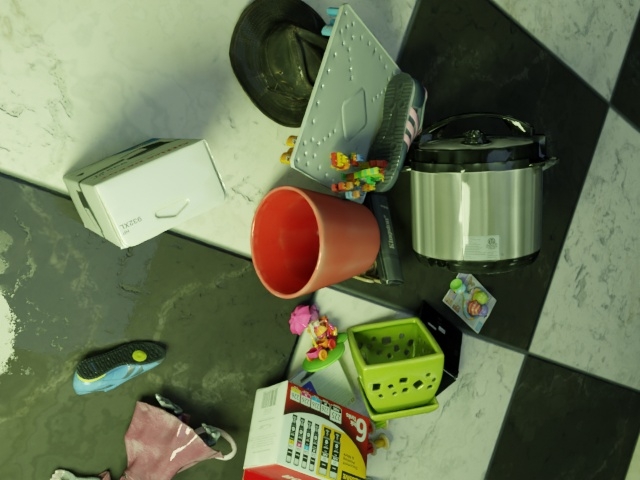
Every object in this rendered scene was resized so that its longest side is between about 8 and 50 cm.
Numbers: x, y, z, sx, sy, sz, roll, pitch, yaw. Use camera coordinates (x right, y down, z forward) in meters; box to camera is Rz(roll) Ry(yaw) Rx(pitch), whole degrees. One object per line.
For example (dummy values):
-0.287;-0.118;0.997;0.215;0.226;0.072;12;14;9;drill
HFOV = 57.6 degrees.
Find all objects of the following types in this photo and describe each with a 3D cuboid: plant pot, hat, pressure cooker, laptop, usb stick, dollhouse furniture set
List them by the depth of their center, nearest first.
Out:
-0.049;-0.438;1.413;0.331;0.134;0.331;-7;103;-32;hat
0.000;0.000;1.456;0.243;0.275;0.274;-2;100;-42;plant pot
0.175;-0.005;1.611;0.077;0.045;0.277;7;64;-35;usb stick
0.141;0.038;1.622;0.144;0.123;0.151;6;95;-34;dollhouse furniture set
0.438;-0.146;1.635;0.370;0.375;0.420;-12;106;-28;pressure cooker
0.208;0.367;1.637;0.227;0.228;0.207;-9;112;-6;plant pot
0.327;0.368;1.868;0.234;0.137;0.264;38;52;-32;laptop

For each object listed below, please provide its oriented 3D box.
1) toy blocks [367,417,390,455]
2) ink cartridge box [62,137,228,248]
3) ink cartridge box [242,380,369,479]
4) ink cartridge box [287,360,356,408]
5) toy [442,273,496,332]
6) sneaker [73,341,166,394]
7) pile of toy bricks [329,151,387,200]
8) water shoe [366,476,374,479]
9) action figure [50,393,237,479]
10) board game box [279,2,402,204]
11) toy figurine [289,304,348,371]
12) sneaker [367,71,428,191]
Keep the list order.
0.136;0.600;1.759;0.148;0.054;0.123;-12;105;-31;toy blocks
-0.357;-0.107;1.162;0.223;0.307;0.129;-30;113;-26;ink cartridge box
-0.029;0.544;1.472;0.309;0.130;0.271;33;48;-32;ink cartridge box
-0.014;0.431;1.636;0.206;0.045;0.208;-33;115;-24;ink cartridge box
0.514;0.205;1.935;0.237;0.056;0.136;40;78;-31;toy
-0.456;0.292;1.324;0.209;0.069;0.082;-13;138;-39;sneaker
0.110;-0.161;1.428;0.212;0.105;0.118;6;77;-62;pile of toy bricks
0.098;0.756;1.745;0.203;0.080;0.072;1;97;-33;water shoe
-0.416;0.553;1.345;0.370;0.248;0.275;-58;149;-12;action figure
0.066;-0.319;1.463;0.390;0.050;0.389;21;86;-61;board game box
-0.014;0.239;1.578;0.173;0.130;0.159;-42;110;-45;toy figurine
0.221;-0.275;1.565;0.131;0.112;0.318;12;95;-47;sneaker
